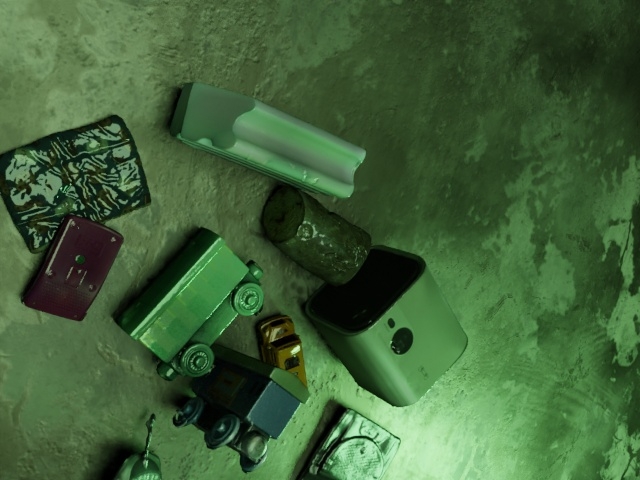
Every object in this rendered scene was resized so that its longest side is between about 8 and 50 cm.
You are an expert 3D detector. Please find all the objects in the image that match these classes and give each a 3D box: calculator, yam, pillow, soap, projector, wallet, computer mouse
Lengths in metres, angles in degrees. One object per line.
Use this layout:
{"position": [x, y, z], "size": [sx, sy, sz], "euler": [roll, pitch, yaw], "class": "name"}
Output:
{"position": [-0.453, 0.053, 1.261], "size": [0.126, 0.034, 0.191], "euler": [26, 93, -40], "class": "calculator"}
{"position": [0.000, 0.000, 1.493], "size": [0.254, 0.154, 0.154], "euler": [34, 81, -35], "class": "yam"}
{"position": [-0.449, -0.107, 1.254], "size": [0.255, 0.034, 0.189], "euler": [-26, 111, -24], "class": "pillow"}
{"position": [-0.109, -0.194, 1.343], "size": [0.346, 0.208, 0.115], "euler": [19, 88, -33], "class": "soap"}
{"position": [0.152, 0.190, 1.562], "size": [0.248, 0.248, 0.249], "euler": [-43, 119, -18], "class": "projector"}
{"position": [0.058, 0.599, 1.715], "size": [0.247, 0.041, 0.323], "euler": [37, 86, -31], "class": "wallet"}
{"position": [-0.394, 0.537, 1.380], "size": [0.167, 0.090, 0.380], "euler": [32, 67, -67], "class": "computer mouse"}

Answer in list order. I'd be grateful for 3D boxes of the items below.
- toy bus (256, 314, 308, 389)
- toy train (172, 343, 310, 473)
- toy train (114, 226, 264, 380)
{"position": [-0.080, 0.269, 1.528], "size": [0.083, 0.088, 0.195], "euler": [-17, 109, -27], "class": "toy bus"}
{"position": [-0.165, 0.330, 1.369], "size": [0.131, 0.299, 0.202], "euler": [46, 67, -28], "class": "toy train"}
{"position": [-0.250, 0.129, 1.374], "size": [0.301, 0.120, 0.202], "euler": [-49, 119, -15], "class": "toy train"}
